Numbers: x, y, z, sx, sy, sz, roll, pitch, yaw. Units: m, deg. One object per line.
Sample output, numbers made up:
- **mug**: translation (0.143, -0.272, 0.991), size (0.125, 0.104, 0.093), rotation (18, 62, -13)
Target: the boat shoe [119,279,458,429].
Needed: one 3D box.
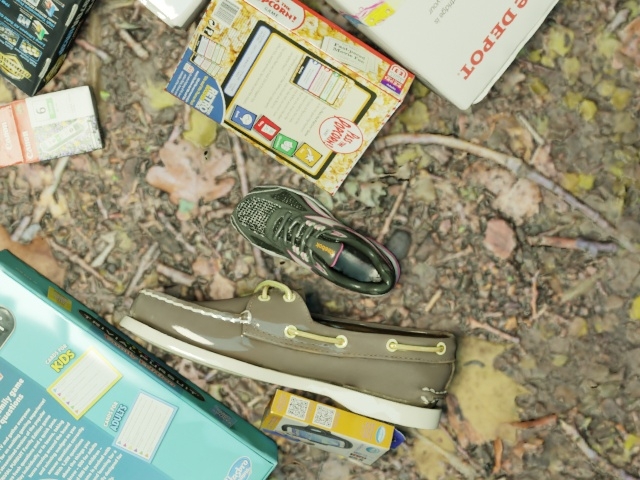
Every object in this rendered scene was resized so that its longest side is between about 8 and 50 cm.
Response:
- **boat shoe**: translation (-0.026, 0.093, 1.223), size (0.324, 0.116, 0.097), rotation (17, 90, -8)

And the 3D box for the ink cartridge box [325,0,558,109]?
- **ink cartridge box**: translation (0.081, -0.282, 1.133), size (0.278, 0.117, 0.201), rotation (36, 94, -32)

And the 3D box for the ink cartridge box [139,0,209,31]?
- **ink cartridge box**: translation (-0.122, -0.337, 1.177), size (0.172, 0.100, 0.237), rotation (39, 92, -6)

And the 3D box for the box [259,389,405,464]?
- **box**: translation (0.012, 0.186, 1.247), size (0.136, 0.081, 0.028), rotation (20, 67, -3)

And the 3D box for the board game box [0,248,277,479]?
- **board game box**: translation (-0.250, 0.209, 1.241), size (0.336, 0.079, 0.254), rotation (37, 94, -5)

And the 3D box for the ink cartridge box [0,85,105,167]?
- **ink cartridge box**: translation (-0.272, -0.108, 1.231), size (0.115, 0.029, 0.063), rotation (-12, 97, -1)

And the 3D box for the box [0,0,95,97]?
- **box**: translation (-0.311, -0.256, 1.152), size (0.220, 0.051, 0.175), rotation (36, 137, -5)

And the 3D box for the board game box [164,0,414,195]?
- **board game box**: translation (-0.032, -0.146, 1.188), size (0.193, 0.045, 0.147), rotation (33, 135, -5)

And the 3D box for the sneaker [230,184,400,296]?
- **sneaker**: translation (0.000, 0.000, 1.230), size (0.178, 0.077, 0.072), rotation (23, 93, -4)
